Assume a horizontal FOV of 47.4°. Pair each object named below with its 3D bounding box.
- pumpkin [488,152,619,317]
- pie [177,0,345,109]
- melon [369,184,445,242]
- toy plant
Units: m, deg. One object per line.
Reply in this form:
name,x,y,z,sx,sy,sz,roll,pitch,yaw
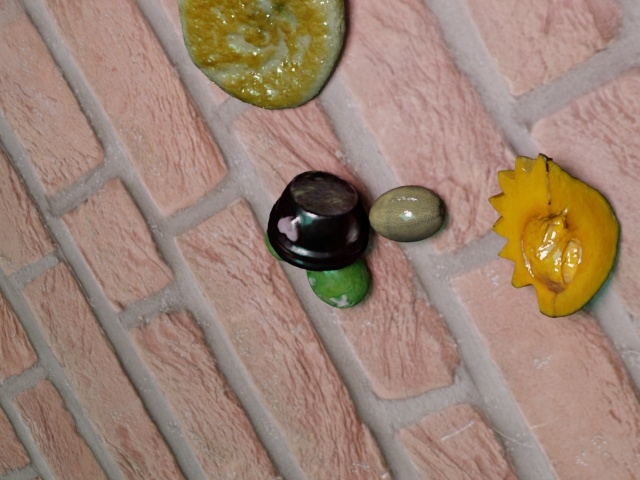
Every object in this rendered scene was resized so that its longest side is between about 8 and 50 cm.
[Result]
pumpkin,0.367,-0.022,1.150,0.130,0.149,0.253,13,115,64
pie,-0.102,-0.365,1.243,0.323,0.070,0.323,13,130,17
melon,0.145,-0.045,1.232,0.131,0.098,0.097,-4,104,22
toy plant,0.000,0.000,1.286,0.218,0.175,0.235,35,145,20
